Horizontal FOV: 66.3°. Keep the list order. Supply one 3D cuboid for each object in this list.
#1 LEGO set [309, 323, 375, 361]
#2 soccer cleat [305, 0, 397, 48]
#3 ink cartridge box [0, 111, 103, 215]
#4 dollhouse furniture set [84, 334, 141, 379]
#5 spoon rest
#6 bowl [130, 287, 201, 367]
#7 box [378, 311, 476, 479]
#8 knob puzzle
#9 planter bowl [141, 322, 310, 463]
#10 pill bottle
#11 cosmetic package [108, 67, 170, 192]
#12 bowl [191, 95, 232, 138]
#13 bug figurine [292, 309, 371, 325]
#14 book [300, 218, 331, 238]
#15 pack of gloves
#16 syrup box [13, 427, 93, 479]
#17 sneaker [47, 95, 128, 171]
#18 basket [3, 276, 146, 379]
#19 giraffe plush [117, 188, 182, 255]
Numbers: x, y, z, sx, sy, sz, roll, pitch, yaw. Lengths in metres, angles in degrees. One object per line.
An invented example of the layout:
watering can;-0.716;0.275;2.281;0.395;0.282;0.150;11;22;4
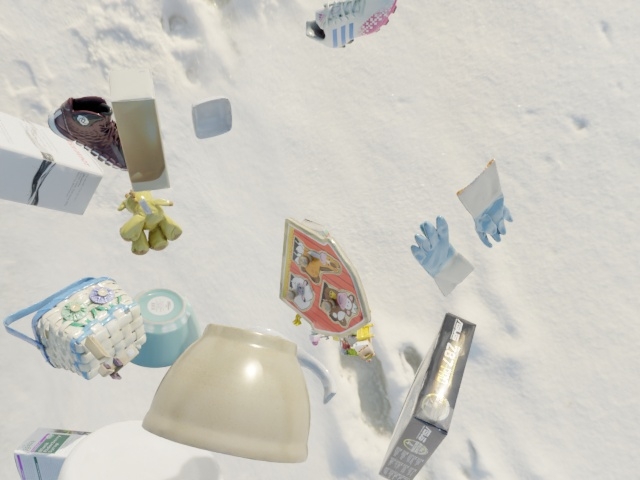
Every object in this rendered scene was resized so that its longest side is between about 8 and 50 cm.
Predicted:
LEGO set;0.092;0.291;1.342;0.132;0.287;0.106;-15;100;-29
soccer cleat;0.074;-0.614;1.340;0.143;0.331;0.115;2;86;-29
ink cartridge box;-0.894;-0.243;1.433;0.395;0.285;0.166;15;112;-53
dollhouse furniture set;-0.442;0.221;1.031;0.114;0.091;0.081;42;77;14
spoon rest;-0.085;0.299;1.204;0.277;0.084;0.137;32;119;-8
bowl;-0.587;0.289;1.780;0.312;0.311;0.163;8;128;-11
box;0.278;0.426;1.293;0.097;0.394;0.318;24;47;14
knob puzzle;-0.001;0.079;0.781;0.030;0.213;0.213;-24;98;-40
planter bowl;-0.080;0.146;0.492;0.162;0.162;0.109;17;73;-11
pill bottle;-0.280;0.445;0.644;0.204;0.204;0.360;22;102;-11
cosmetic package;-0.186;-0.112;0.509;0.041;0.060;0.115;-9;139;-15
bowl;-0.376;-0.428;1.677;0.142;0.053;0.141;-21;140;-24
bug figurine;0.043;0.225;1.700;0.279;0.216;0.072;-19;109;-23
book;0.000;0.000;1.543;0.035;0.096;0.144;-54;142;-23
pack of gloves;0.246;-0.020;0.867;0.195;0.046;0.232;-45;141;1
syrup box;-0.638;0.552;1.248;0.237;0.093;0.096;2;109;8
sneaker;-0.563;-0.289;1.317;0.282;0.163;0.106;25;55;-39
basket;-0.606;0.198;1.247;0.289;0.255;0.200;15;124;27
giraffe plush;-0.548;-0.085;1.522;0.182;0.170;0.210;-19;134;-27
